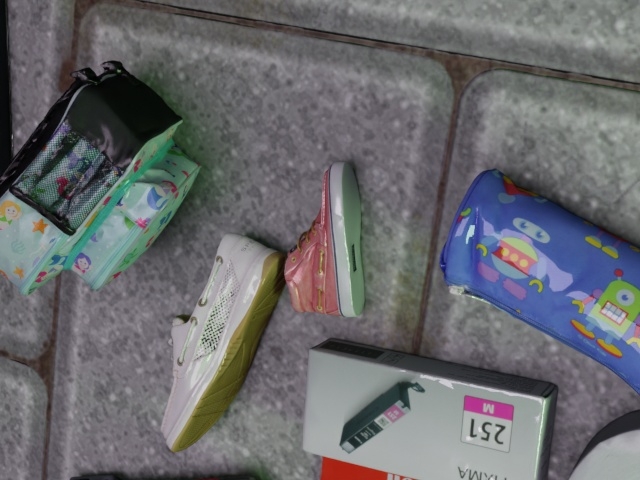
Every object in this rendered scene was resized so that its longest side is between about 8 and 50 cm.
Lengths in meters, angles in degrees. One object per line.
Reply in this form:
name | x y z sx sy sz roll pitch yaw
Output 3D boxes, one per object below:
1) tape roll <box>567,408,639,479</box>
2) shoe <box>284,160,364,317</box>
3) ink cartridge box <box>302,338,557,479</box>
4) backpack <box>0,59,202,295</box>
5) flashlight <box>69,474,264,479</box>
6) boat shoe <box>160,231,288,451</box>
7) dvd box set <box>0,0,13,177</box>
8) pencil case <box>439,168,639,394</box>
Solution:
tape roll | 0.355 0.281 1.069 0.219 0.072 0.219 5 102 25
shoe | 0.000 0.000 1.188 0.081 0.063 0.177 1 105 21
ink cartridge box | 0.111 0.251 1.189 0.275 0.060 0.238 9 103 24
backpack | -0.270 -0.052 1.214 0.253 0.225 0.191 -42 98 16
flashlight | -0.205 0.351 1.340 0.304 0.103 0.103 -10 99 26
boat shoe | -0.132 0.118 1.263 0.096 0.098 0.277 31 103 18
dvd box set | -0.600 -0.208 1.440 0.421 0.062 0.307 6 103 25
pencil case | 0.256 0.050 1.041 0.306 0.119 0.133 30 88 18
